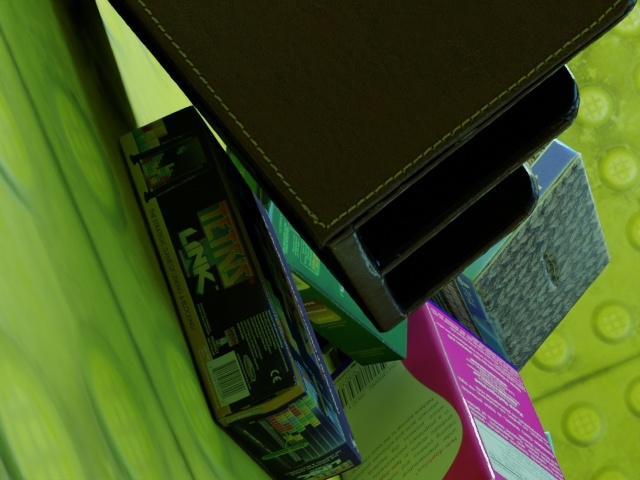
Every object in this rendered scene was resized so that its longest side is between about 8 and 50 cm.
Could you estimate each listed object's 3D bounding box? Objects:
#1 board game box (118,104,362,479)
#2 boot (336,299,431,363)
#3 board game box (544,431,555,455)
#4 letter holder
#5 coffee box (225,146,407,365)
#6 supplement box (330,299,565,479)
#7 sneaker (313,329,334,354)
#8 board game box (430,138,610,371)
[{"bbox_3d":[-0.040,0.034,0.953,0.141,0.048,0.170,54,12,-64],"label":"board game box"},{"bbox_3d":[0.059,0.097,1.477,0.246,0.094,0.207,71,2,-50],"label":"boot"},{"bbox_3d":[0.158,0.249,1.514,0.210,0.047,0.160,142,-64,-75],"label":"board game box"},{"bbox_3d":[0.013,-0.144,0.972,0.302,0.214,0.152,50,-2,24],"label":"letter holder"},{"bbox_3d":[0.000,0.000,1.201,0.184,0.040,0.113,38,45,-49],"label":"coffee box"},{"bbox_3d":[0.089,0.157,1.237,0.114,0.111,0.220,38,18,-26],"label":"supplement box"},{"bbox_3d":[-0.003,0.052,1.292,0.166,0.065,0.076,43,30,-59],"label":"sneaker"},{"bbox_3d":[0.089,-0.050,1.594,0.291,0.141,0.232,36,-9,25],"label":"board game box"}]
